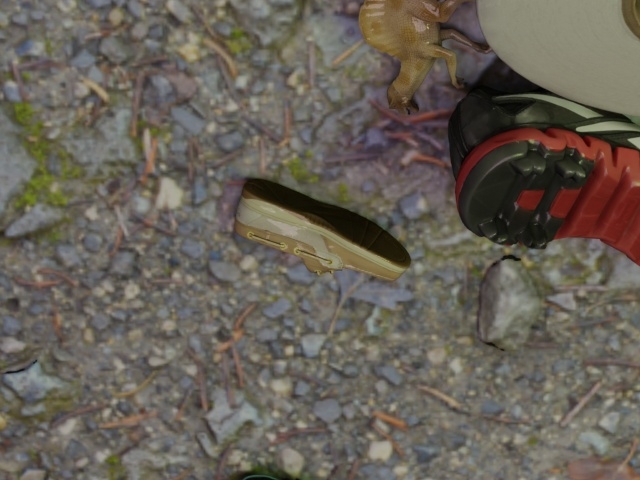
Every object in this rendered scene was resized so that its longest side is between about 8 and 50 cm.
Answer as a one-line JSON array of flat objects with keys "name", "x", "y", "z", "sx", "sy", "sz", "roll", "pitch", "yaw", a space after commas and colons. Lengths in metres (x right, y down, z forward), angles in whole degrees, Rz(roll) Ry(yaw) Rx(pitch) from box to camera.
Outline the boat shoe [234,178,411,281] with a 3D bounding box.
[{"name": "boat shoe", "x": 0.000, "y": 0.000, "z": 1.365, "sx": 0.135, "sy": 0.050, "sz": 0.045, "roll": 25, "pitch": 117, "yaw": 3}]

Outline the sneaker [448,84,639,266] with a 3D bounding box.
[{"name": "sneaker", "x": 0.204, "y": -0.048, "z": 1.303, "sx": 0.276, "sy": 0.135, "sz": 0.098, "roll": 11, "pitch": 124, "yaw": -27}]

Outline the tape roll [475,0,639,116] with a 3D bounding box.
[{"name": "tape roll", "x": 0.284, "y": -0.182, "z": 1.118, "sx": 0.392, "sy": 0.072, "sz": 0.392, "roll": -1, "pitch": 159, "yaw": 0}]

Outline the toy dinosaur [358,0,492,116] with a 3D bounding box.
[{"name": "toy dinosaur", "x": 0.071, "y": -0.166, "z": 1.281, "sx": 0.092, "sy": 0.053, "sz": 0.183, "roll": -5, "pitch": 114, "yaw": 7}]

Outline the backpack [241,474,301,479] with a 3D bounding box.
[{"name": "backpack", "x": -0.024, "y": 0.305, "z": 1.451, "sx": 0.165, "sy": 0.144, "sz": 0.188, "roll": 21, "pitch": 117, "yaw": -12}]
